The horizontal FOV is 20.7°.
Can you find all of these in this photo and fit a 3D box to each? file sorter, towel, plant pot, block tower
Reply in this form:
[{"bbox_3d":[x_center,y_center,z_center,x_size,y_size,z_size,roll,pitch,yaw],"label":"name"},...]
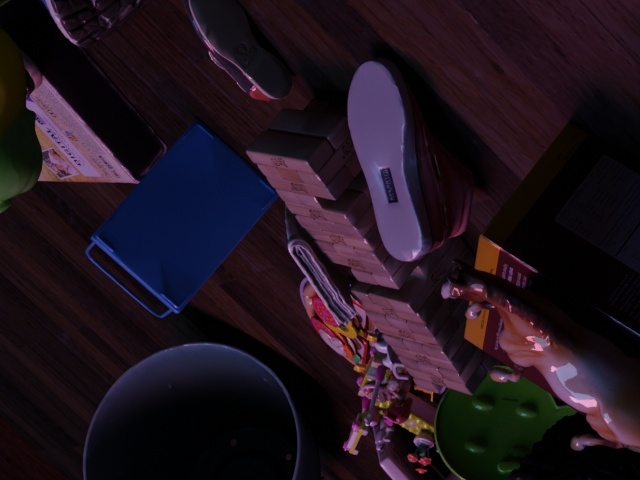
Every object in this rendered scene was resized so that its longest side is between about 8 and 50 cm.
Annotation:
[{"bbox_3d":[-0.150,-0.017,1.848,0.118,0.170,0.104,42,161,-5],"label":"file sorter"},{"bbox_3d":[0.000,0.000,1.718,0.113,0.023,0.152,57,-164,-30],"label":"towel"},{"bbox_3d":[-0.130,0.306,2.309,0.293,0.293,0.235,29,171,25],"label":"plant pot"},{"bbox_3d":[0.069,0.009,1.652,0.097,0.091,0.335,14,147,49],"label":"block tower"}]

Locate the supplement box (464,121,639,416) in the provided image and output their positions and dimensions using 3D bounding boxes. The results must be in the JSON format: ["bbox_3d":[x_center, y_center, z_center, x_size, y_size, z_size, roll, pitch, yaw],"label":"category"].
[{"bbox_3d":[0.235,0.045,1.405,0.194,0.129,0.191,33,157,17],"label":"supplement box"}]

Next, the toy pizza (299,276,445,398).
[{"bbox_3d":[0.053,0.113,1.957,0.201,0.032,0.201,33,157,16],"label":"toy pizza"}]

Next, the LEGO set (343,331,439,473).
[{"bbox_3d":[0.092,0.201,1.900,0.132,0.107,0.287,5,149,19],"label":"LEGO set"}]

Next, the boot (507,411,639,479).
[{"bbox_3d":[0.229,0.242,1.568,0.260,0.348,0.131,-3,95,57],"label":"boot"}]

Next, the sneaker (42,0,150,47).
[{"bbox_3d":[-0.244,-0.314,1.520,0.147,0.130,0.330,34,154,42],"label":"sneaker"}]

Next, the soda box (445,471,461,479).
[{"bbox_3d":[0.227,0.298,1.988,0.074,0.069,0.216,48,156,-20],"label":"soda box"}]

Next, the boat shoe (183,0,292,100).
[{"bbox_3d":[-0.081,-0.178,1.592,0.137,0.049,0.043,46,160,-29],"label":"boat shoe"}]

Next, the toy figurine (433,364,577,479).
[{"bbox_3d":[0.213,0.214,1.840,0.173,0.130,0.159,7,164,12],"label":"toy figurine"}]

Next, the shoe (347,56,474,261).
[{"bbox_3d":[0.080,-0.076,1.513,0.063,0.081,0.178,-2,106,42],"label":"shoe"}]

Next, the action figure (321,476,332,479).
[{"bbox_3d":[0.080,0.433,2.399,0.275,0.141,0.164,43,162,38],"label":"action figure"}]

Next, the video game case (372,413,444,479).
[{"bbox_3d":[0.119,0.286,2.102,0.157,0.019,0.143,48,-170,-16],"label":"video game case"}]

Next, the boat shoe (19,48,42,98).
[{"bbox_3d":[-0.388,-0.209,1.829,0.206,0.065,0.075,37,157,7],"label":"boat shoe"}]

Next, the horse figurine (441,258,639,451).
[{"bbox_3d":[0.195,0.108,1.329,0.263,0.066,0.174,41,164,4],"label":"horse figurine"}]

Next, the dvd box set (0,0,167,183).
[{"bbox_3d":[-0.387,-0.191,2.031,0.307,0.062,0.420,50,156,-25],"label":"dvd box set"}]

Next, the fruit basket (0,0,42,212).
[{"bbox_3d":[-0.402,-0.203,1.622,0.392,0.392,0.283,32,157,18],"label":"fruit basket"}]
